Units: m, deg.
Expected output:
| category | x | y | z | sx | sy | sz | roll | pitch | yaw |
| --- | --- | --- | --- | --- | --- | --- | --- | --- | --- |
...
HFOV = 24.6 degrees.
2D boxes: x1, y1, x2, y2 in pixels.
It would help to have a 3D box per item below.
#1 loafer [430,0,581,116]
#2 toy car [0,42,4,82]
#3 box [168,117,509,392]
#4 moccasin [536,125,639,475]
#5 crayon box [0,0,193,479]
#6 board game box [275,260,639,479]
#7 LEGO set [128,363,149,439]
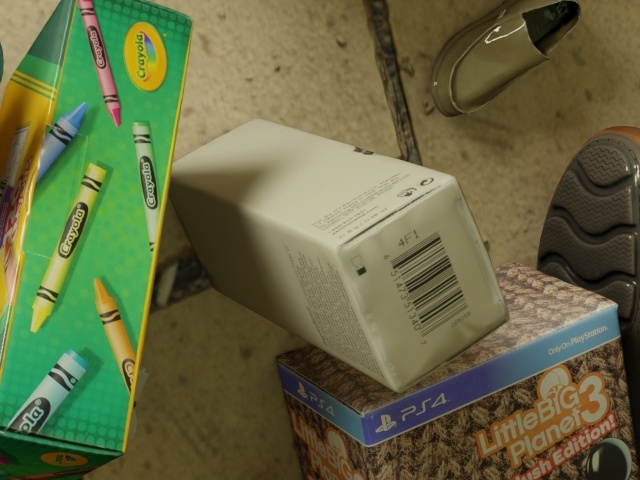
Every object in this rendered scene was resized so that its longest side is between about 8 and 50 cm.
| category | x | y | z | sx | sy | sz | roll | pitch | yaw |
| --- | --- | --- | --- | --- | --- | --- | --- | --- | --- |
| loafer | 0.146 | -0.153 | 1.149 | 0.148 | 0.050 | 0.056 | -46 | 119 | -11 |
| toy car | -0.274 | -0.043 | 0.877 | 0.210 | 0.219 | 0.238 | -37 | 133 | -16 |
| box | 0.000 | 0.000 | 0.979 | 0.094 | 0.275 | 0.113 | -32 | 116 | -18 |
| moccasin | 0.278 | 0.083 | 1.230 | 0.147 | 0.139 | 0.380 | -23 | 110 | -28 |
| crayon box | -0.159 | 0.005 | 0.893 | 0.081 | 0.165 | 0.278 | 16 | 66 | -21 |
| board game box | 0.123 | 0.200 | 1.172 | 0.232 | 0.141 | 0.291 | -21 | 112 | -22 |
| LEGO set | -0.198 | 0.072 | 1.001 | 0.227 | 0.087 | 0.093 | 23 | 91 | -32 |
